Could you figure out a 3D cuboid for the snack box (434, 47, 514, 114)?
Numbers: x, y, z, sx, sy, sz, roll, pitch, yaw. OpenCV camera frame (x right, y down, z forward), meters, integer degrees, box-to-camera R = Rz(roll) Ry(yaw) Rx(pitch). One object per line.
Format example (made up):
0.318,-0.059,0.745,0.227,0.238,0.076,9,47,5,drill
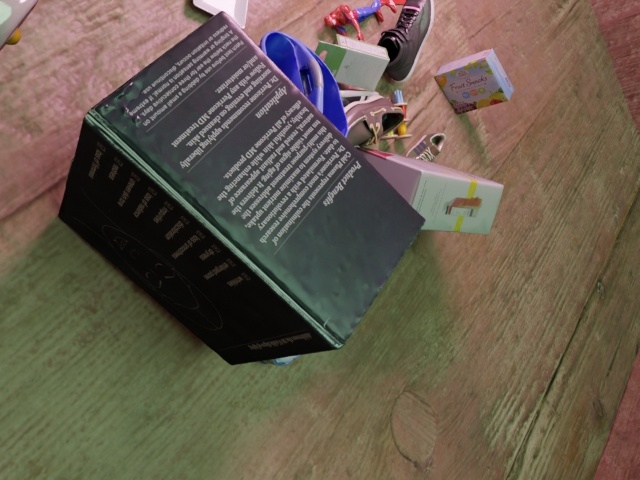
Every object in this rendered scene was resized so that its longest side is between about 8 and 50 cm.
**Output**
0.517,-0.532,1.913,0.174,0.207,0.070,50,57,-27,snack box

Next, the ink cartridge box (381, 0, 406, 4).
0.273,-0.903,1.830,0.296,0.066,0.261,-18,97,-40,ink cartridge box

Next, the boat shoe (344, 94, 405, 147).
0.128,-0.311,1.532,0.324,0.097,0.116,-40,152,-51,boat shoe

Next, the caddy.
-0.057,-0.344,1.351,0.241,0.179,0.341,16,49,-38,caddy

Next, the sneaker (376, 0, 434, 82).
0.253,-0.632,1.695,0.147,0.105,0.295,-3,111,-61,sneaker

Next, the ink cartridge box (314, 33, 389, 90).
0.072,-0.494,1.565,0.209,0.109,0.062,7,49,-21,ink cartridge box

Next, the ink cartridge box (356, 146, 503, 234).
0.286,-0.140,1.610,0.385,0.279,0.160,3,108,-42,ink cartridge box

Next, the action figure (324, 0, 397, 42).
0.123,-0.623,1.654,0.280,0.091,0.139,-24,92,-40,action figure

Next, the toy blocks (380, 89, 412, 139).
0.224,-0.388,1.747,0.123,0.054,0.148,-11,93,-42,toy blocks

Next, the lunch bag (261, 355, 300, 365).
-0.076,0.193,1.410,0.219,0.090,0.176,-28,105,-39,lunch bag

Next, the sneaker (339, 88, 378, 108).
0.088,-0.370,1.626,0.217,0.079,0.121,-18,118,-51,sneaker

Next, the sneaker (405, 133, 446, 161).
0.337,-0.281,1.814,0.064,0.086,0.192,52,56,-25,sneaker

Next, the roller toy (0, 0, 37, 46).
-0.579,-0.389,0.960,0.191,0.209,0.146,-48,122,6,roller toy

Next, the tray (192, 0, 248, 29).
-0.236,-0.662,1.387,0.145,0.030,0.270,14,77,-39,tray

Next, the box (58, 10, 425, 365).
-0.168,-0.041,1.023,0.472,0.480,0.297,46,60,-11,box
